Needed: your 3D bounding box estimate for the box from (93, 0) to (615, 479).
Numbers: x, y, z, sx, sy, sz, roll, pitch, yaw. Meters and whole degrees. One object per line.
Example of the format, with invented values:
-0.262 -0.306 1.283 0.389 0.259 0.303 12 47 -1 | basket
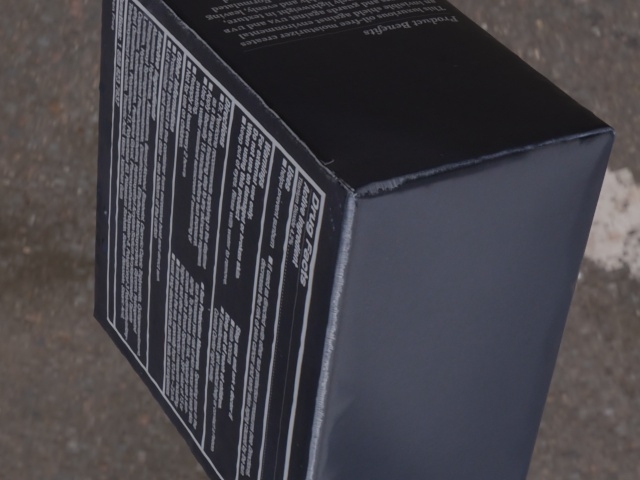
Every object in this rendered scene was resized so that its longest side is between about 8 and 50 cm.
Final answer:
0.000 0.000 0.917 0.183 0.294 0.296 -14 131 -27 | box
